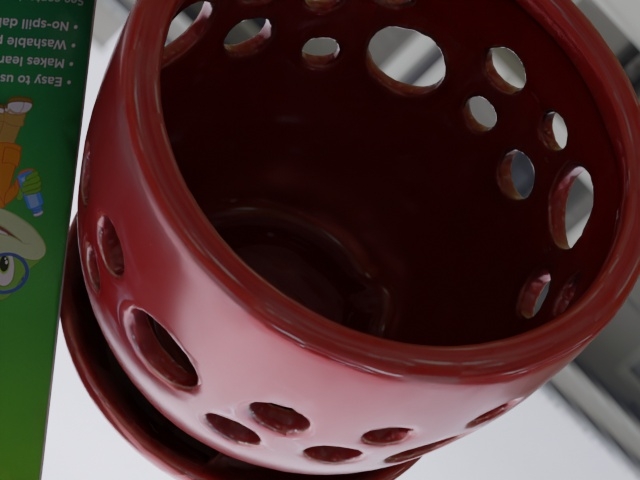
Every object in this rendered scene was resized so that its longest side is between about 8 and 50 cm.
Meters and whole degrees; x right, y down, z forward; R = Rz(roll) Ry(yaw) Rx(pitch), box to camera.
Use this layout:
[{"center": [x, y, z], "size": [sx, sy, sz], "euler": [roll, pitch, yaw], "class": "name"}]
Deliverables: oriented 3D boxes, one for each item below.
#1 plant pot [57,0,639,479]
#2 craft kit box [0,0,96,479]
[{"center": [0.000, 0.000, 0.629], "size": [0.191, 0.174, 0.191], "euler": [11, -124, -16], "class": "plant pot"}, {"center": [-0.215, 0.018, 0.607], "size": [0.250, 0.246, 0.061], "euler": [0, -159, -27], "class": "craft kit box"}]
